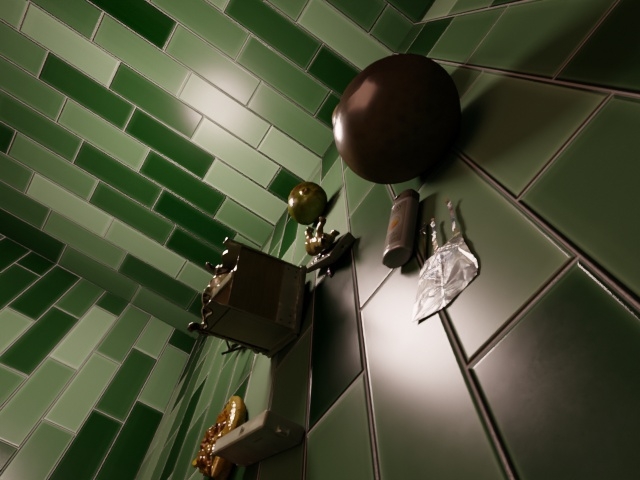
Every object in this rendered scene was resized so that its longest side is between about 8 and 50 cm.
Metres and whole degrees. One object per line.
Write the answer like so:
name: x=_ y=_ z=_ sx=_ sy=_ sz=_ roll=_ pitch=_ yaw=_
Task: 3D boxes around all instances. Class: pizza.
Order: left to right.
pizza: x=-0.297 y=0.612 z=1.463 sx=0.258 sy=0.087 sz=0.268 roll=-34 pitch=24 yaw=55

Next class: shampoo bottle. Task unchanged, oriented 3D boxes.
shampoo bottle: x=0.201 y=-0.034 z=1.140 sx=0.086 sy=0.056 sz=0.227 roll=-45 pitch=17 yaw=42

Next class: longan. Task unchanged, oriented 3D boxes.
longan: x=0.207 y=-0.327 z=1.259 sx=0.361 sy=0.361 sz=0.361 roll=-54 pitch=13 yaw=18

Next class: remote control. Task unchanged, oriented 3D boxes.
remote control: x=0.022 y=0.048 z=1.631 sx=0.123 sy=0.038 sz=0.285 roll=-47 pitch=7 yaw=-22

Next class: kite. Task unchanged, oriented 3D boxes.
kite: x=0.248 y=0.019 z=0.931 sx=0.169 sy=0.015 sz=0.310 roll=-48 pitch=18 yaw=39

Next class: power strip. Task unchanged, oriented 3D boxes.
power strip: x=-0.167 y=0.502 z=1.147 sx=0.367 sy=0.106 sz=0.043 roll=-45 pitch=19 yaw=45

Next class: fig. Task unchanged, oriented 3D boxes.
fig: x=-0.058 y=-0.169 z=2.263 sx=0.225 sy=0.203 sz=0.203 roll=77 pitch=-154 yaw=-45

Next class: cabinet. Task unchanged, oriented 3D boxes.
cabinet: x=-0.249 y=0.201 z=1.600 sx=0.227 sy=0.318 sz=0.290 roll=-45 pitch=30 yaw=43

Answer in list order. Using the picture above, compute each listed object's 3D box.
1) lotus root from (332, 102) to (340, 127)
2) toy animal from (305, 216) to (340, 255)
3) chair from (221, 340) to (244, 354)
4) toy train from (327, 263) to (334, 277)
lotus root: x=0.127 y=-0.451 z=1.734 sx=0.140 sy=0.158 sz=0.322 roll=-53 pitch=3 yaw=23
toy animal: x=0.000 y=0.000 z=1.588 sx=0.218 sy=0.103 sz=0.101 roll=-33 pitch=30 yaw=63
chair: x=-0.304 y=0.374 z=1.969 sx=0.260 sy=0.141 sz=0.154 roll=-11 pitch=-19 yaw=-36
toy train: x=0.035 y=0.096 z=1.568 sx=0.017 sy=0.017 sz=0.083 roll=-52 pitch=14 yaw=28
